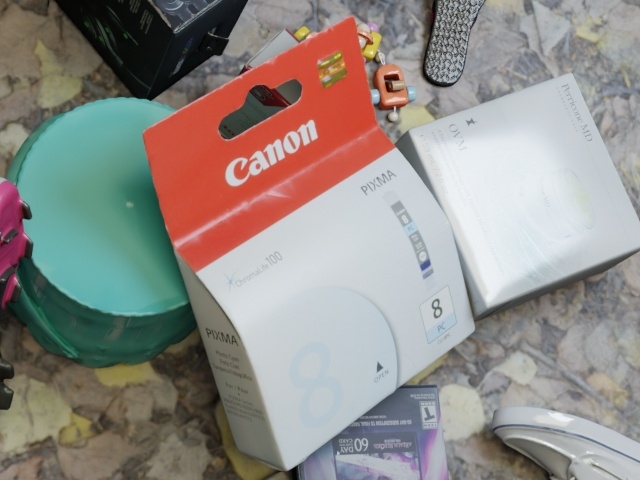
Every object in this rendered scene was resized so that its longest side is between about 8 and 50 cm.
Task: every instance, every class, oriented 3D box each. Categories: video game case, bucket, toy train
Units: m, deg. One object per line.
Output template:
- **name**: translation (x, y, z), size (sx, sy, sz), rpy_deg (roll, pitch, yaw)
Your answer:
- **video game case**: translation (0.060, 0.297, 1.919), size (0.196, 0.026, 0.274), rpy_deg (1, 74, -29)
- **bucket**: translation (-0.220, -0.014, 1.871), size (0.281, 0.183, 0.281), rpy_deg (4, 73, -14)
- **toy train**: translation (0.033, -0.205, 2.060), size (0.166, 0.046, 0.125), rpy_deg (-3, 76, -15)

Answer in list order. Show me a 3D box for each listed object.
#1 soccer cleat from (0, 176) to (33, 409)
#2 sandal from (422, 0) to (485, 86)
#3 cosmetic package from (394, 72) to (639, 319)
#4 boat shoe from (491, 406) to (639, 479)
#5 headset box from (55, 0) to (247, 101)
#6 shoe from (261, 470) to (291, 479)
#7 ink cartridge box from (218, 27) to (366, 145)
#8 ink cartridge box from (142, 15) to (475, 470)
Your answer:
- **soccer cleat**: translation (-0.382, 0.068, 1.752), size (0.143, 0.331, 0.116), rpy_deg (20, 36, 8)
- **sandal**: translation (0.163, -0.274, 2.121), size (0.067, 0.040, 0.179), rpy_deg (17, 86, -4)
- **cosmetic package**: translation (0.223, -0.045, 2.018), size (0.224, 0.138, 0.224), rpy_deg (-21, 81, -20)
- **boat shoe**: translation (0.311, 0.263, 1.979), size (0.258, 0.095, 0.084), rpy_deg (20, 67, -7)
- **headset box**: translation (-0.208, -0.312, 1.921), size (0.131, 0.246, 0.283), rpy_deg (-38, 86, -20)
- **shoe**: translation (-0.074, 0.313, 1.886), size (0.219, 0.058, 0.076), rpy_deg (-31, 85, -20)
- **ink cartridge box**: translation (-0.039, -0.144, 1.958), size (0.127, 0.175, 0.072), rpy_deg (43, 67, -1)
- **ink cartridge box**: translation (0.000, 0.000, 1.817), size (0.308, 0.091, 0.385), rpy_deg (-33, 121, -33)
